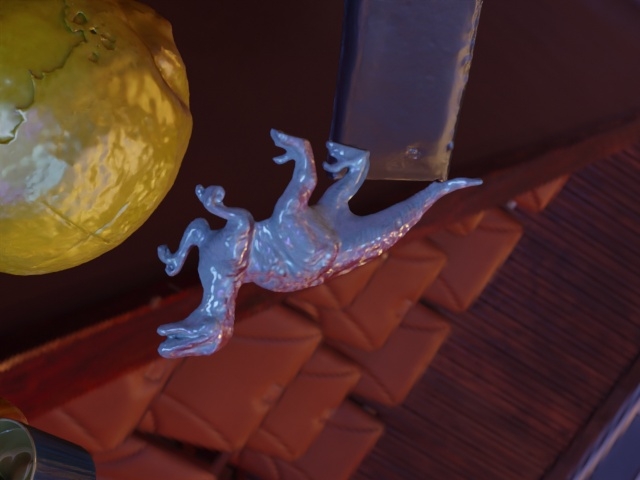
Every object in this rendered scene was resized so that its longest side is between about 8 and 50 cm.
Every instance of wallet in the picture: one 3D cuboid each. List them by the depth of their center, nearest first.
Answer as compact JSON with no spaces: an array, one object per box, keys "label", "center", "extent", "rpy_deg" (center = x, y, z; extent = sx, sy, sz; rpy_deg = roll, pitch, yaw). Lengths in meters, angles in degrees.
[{"label":"wallet","center":[0.088,-0.175,1.222],"extent":[0.030,0.146,0.285],"rpy_deg":[-94,-172,-48]}]

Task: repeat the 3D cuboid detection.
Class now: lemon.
[{"label":"lemon","center":[-0.271,-0.110,1.078],"extent":[0.297,0.297,0.297],"rpy_deg":[-56,-170,15]}]

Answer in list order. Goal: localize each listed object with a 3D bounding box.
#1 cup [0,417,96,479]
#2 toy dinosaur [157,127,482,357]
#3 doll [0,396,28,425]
[{"label":"cup","center":[-0.415,0.340,1.589],"extent":[0.176,0.131,0.155],"rpy_deg":[-46,148,7]},{"label":"toy dinosaur","center":[0.000,0.000,0.838],"extent":[0.053,0.242,0.167],"rpy_deg":[-144,-127,-75]},{"label":"doll","center":[-0.587,0.386,2.059],"extent":[0.162,0.166,0.269],"rpy_deg":[-50,160,-21]}]
